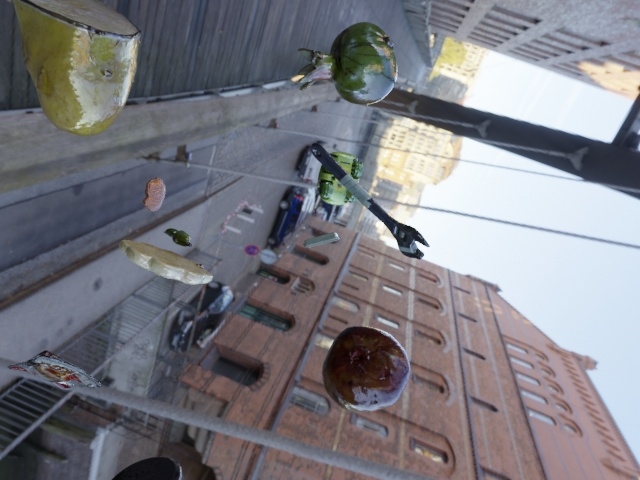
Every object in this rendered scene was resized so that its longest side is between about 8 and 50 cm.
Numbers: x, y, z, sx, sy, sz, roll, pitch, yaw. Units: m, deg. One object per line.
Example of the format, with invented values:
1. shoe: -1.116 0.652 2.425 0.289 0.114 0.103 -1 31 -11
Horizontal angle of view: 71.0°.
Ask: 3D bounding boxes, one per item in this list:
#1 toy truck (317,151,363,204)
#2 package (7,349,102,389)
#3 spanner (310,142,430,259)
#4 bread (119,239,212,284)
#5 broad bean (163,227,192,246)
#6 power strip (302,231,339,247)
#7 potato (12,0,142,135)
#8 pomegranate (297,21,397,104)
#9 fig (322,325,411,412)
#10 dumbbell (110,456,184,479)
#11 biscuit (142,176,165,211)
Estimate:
1. toy truck: 0.058 -0.242 1.643 0.210 0.148 0.187 -110 -148 -57
2. package: -0.627 0.314 1.061 0.239 0.154 0.030 -19 -139 40
3. spanner: 0.096 -0.081 0.886 0.024 0.316 0.087 -44 179 -19
4. bread: -0.498 0.075 1.461 0.316 0.316 0.054 22 92 -85
5. broad bean: -0.509 -0.012 1.629 0.214 0.070 0.048 16 -83 52
6. power strip: 0.000 0.000 0.976 0.027 0.083 0.017 36 42 -71
7. potato: -0.643 -0.457 1.161 0.290 0.397 0.295 -6 128 -47
8. pomegranate: 0.052 -0.340 0.862 0.131 0.191 0.152 94 -5 -49
9. fig: 0.089 0.295 1.018 0.290 0.191 0.190 111 2 -72
10. dumbbell: -0.325 0.561 0.875 0.152 0.153 0.218 -52 135 -72
11. biscuit: -0.624 -0.175 1.695 0.102 0.019 0.130 46 53 -67
